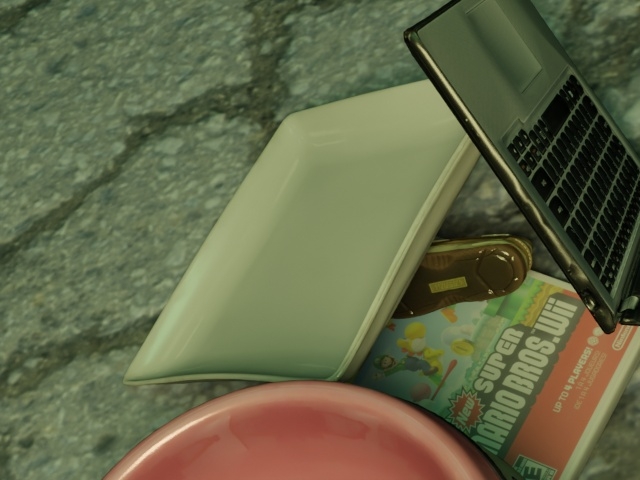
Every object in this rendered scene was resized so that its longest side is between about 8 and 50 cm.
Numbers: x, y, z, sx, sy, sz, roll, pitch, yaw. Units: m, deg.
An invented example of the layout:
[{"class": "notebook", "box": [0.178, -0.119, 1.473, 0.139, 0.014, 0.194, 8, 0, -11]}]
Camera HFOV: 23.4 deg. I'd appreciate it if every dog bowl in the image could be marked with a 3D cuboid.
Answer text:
[{"class": "dog bowl", "box": [-0.016, 0.277, 1.064, 0.407, 0.150, 0.408, -11, 54, 16]}]

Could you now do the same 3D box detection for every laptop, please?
[{"class": "laptop", "box": [0.311, -0.088, 1.229, 0.236, 0.382, 0.408, -34, 94, 23]}]

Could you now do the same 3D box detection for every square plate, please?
[{"class": "square plate", "box": [0.000, 0.000, 1.411, 0.347, 0.049, 0.344, -7, 46, 53]}]

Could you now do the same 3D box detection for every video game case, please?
[{"class": "video game case", "box": [0.130, 0.105, 1.396, 0.285, 0.025, 0.204, 20, 65, 28]}]

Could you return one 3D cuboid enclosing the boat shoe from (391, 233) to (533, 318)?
[{"class": "boat shoe", "box": [0.104, 0.028, 1.410, 0.190, 0.068, 0.072, -4, 20, 25]}]
